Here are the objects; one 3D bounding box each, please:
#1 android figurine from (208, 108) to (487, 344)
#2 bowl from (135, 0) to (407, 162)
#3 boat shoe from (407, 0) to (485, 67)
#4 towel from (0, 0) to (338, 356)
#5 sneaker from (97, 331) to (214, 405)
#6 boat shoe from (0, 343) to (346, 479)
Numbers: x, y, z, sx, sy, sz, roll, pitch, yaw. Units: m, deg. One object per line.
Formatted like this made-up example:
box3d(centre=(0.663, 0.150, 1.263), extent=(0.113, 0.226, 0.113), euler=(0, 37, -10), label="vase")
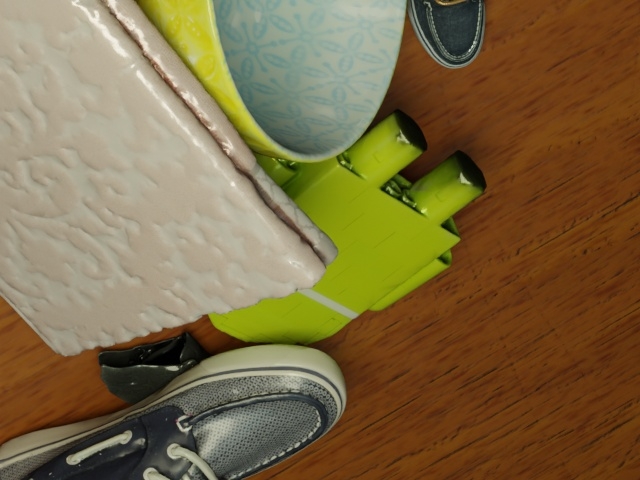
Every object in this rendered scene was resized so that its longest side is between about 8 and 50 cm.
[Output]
box3d(centre=(0.000, 0.000, 1.295), extent=(0.273, 0.056, 0.248), euler=(-38, 138, 26), label="android figurine")
box3d(centre=(-0.066, -0.202, 1.143), extent=(0.156, 0.289, 0.289), euler=(3, 123, 30), label="bowl")
box3d(centre=(0.107, -0.215, 1.247), extent=(0.065, 0.083, 0.183), euler=(-16, 118, -8), label="boat shoe")
box3d(centre=(-0.189, -0.059, 1.119), extent=(0.332, 0.053, 0.317), euler=(-16, 122, 44), label="towel")
box3d(centre=(-0.106, 0.120, 1.364), extent=(0.170, 0.051, 0.089), euler=(-12, 122, -6), label="sneaker")
box3d(centre=(-0.133, 0.212, 1.297), extent=(0.340, 0.158, 0.127), euler=(-23, 124, 13), label="boat shoe")
